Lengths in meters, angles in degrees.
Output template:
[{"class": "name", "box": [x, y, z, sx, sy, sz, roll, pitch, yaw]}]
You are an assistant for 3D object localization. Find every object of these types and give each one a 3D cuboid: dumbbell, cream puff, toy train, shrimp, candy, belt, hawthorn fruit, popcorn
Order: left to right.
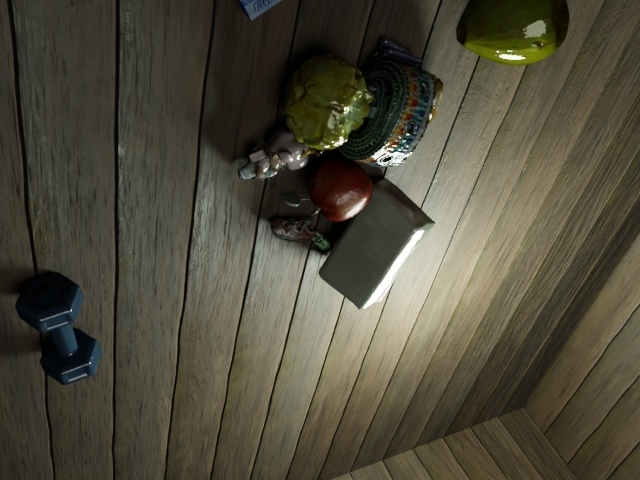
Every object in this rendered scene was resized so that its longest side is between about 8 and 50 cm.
[{"class": "dumbbell", "box": [-0.672, 0.235, 1.782, 0.143, 0.156, 0.316, -47, 153, -37]}, {"class": "shrimp", "box": [-0.065, -0.032, 2.000, 0.190, 0.075, 0.073, 6, 96, -32]}, {"class": "toy train", "box": [0.000, 0.000, 2.090, 0.033, 0.053, 0.083, -40, 143, 8]}, {"class": "popcorn", "box": [0.010, -0.329, 1.627, 0.183, 0.204, 0.221, -16, 143, -52]}, {"class": "hawthorn fruit", "box": [0.043, -0.130, 1.876, 0.200, 0.179, 0.179, -48, 143, -6]}, {"class": "candy", "box": [0.163, 0.016, 2.072, 0.145, 0.208, 0.359, -17, 145, -58]}, {"class": "belt", "box": [0.157, -0.328, 1.730, 0.160, 0.207, 0.295, 8, 124, -44]}, {"class": "cream puff", "box": [0.270, -0.381, 1.829, 0.144, 0.103, 0.126, 74, 36, -73]}]

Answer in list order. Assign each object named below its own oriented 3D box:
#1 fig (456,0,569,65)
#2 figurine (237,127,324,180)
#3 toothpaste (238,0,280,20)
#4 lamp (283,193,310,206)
[{"class": "fig", "box": [0.474, -0.545, 1.716, 0.271, 0.239, 0.239, -20, 142, 4]}, {"class": "figurine", "box": [-0.106, -0.218, 1.736, 0.229, 0.112, 0.137, -26, -174, 7]}, {"class": "toothpaste", "box": [-0.054, -0.568, 1.443, 0.272, 0.053, 0.066, -34, 142, -1]}, {"class": "lamp", "box": [-0.021, -0.109, 1.961, 0.198, 0.050, 0.056, -5, 135, -33]}]
